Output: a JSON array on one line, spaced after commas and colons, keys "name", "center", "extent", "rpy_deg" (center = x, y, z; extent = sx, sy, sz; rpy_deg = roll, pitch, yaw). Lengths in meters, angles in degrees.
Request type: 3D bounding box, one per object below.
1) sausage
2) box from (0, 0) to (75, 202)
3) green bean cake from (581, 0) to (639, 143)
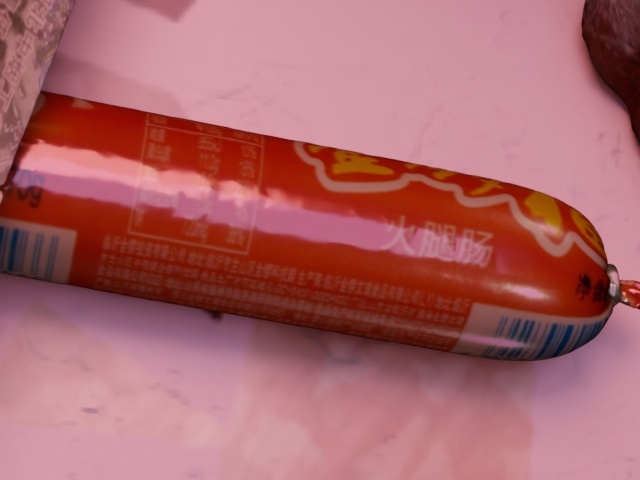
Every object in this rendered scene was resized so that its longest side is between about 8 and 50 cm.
[{"name": "sausage", "center": [0.000, 0.000, 0.660], "extent": [0.264, 0.083, 0.083], "rpy_deg": [11, 74, -8]}, {"name": "box", "center": [-0.172, -0.086, 0.613], "extent": [0.164, 0.069, 0.256], "rpy_deg": [7, 70, 32]}, {"name": "green bean cake", "center": [0.236, -0.061, 0.701], "extent": [0.198, 0.097, 0.232], "rpy_deg": [-25, 80, -15]}]
